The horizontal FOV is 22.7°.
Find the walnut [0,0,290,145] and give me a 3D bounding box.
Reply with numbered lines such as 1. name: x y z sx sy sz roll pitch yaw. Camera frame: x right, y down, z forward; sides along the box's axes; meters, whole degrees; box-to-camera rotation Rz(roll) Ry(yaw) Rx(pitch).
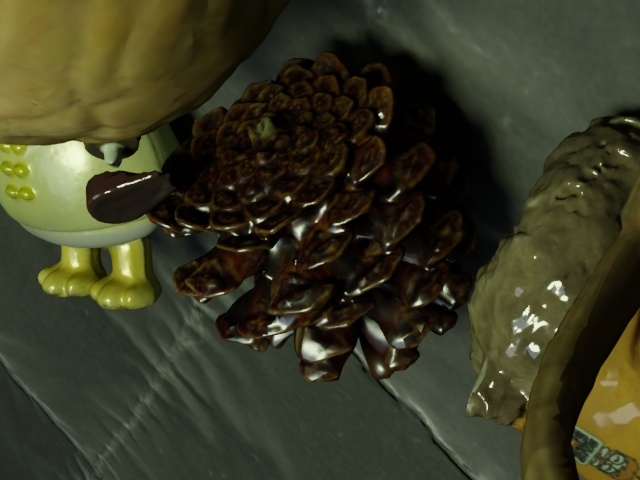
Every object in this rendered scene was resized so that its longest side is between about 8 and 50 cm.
1. walnut: -0.108 -0.182 0.694 0.285 0.285 0.296 142 131 -58

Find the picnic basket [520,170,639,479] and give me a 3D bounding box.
1. picnic basket: 0.210 0.046 0.473 0.293 0.337 0.337 27 140 34

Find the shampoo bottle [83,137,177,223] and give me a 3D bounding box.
1. shampoo bottle: -0.115 -0.117 0.849 0.068 0.067 0.236 -39 50 44

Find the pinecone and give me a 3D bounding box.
1. pinecone: 0.008 0.001 0.842 0.163 0.163 0.165 16 151 44

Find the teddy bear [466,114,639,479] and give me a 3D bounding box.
1. teddy bear: 0.157 0.063 0.735 0.190 0.140 0.177 33 141 15

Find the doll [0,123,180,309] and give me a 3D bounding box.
1. doll: -0.166 -0.096 0.993 0.141 0.117 0.296 13 131 43
